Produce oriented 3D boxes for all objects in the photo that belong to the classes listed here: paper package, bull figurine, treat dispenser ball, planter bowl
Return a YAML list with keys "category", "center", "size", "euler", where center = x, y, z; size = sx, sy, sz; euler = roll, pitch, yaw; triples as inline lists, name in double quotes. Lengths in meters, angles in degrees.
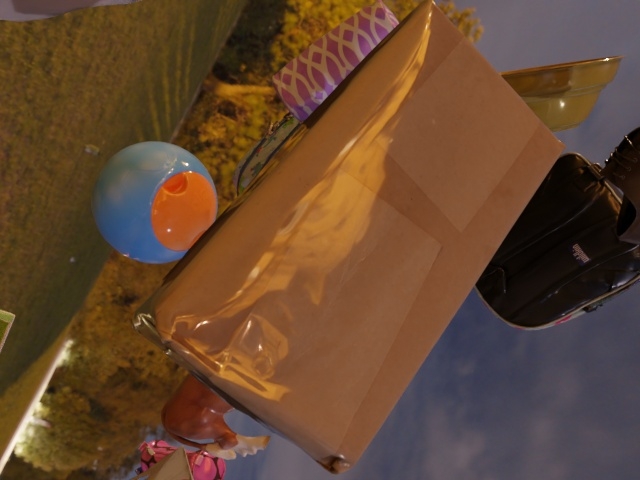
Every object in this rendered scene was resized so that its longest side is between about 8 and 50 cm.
- category: "paper package"
  center: [0.000, 0.000, 0.535]
  size: [0.325, 0.168, 0.309]
  euler: [-52, -168, -19]
- category: "bull figurine"
  center: [-0.119, 0.202, 0.923]
  size: [0.310, 0.188, 0.101]
  euler: [-55, 180, 10]
- category: "treat dispenser ball"
  center: [-0.389, -0.089, 1.396]
  size: [0.288, 0.288, 0.288]
  euler: [-61, -167, 24]
- category: "planter bowl"
  center: [0.319, -0.203, 0.846]
  size: [0.217, 0.217, 0.091]
  euler: [-119, -161, -75]

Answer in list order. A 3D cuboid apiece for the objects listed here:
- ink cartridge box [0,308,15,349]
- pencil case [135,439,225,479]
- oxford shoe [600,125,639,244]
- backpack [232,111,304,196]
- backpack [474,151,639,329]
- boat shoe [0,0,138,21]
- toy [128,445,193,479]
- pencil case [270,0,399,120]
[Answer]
- category: "ink cartridge box"
  center: [-0.630, 0.214, 1.071]
  size: [0.097, 0.255, 0.189]
  euler: [35, 71, -56]
- category: "pencil case"
  center: [-0.303, 0.481, 1.273]
  size: [0.209, 0.098, 0.095]
  euler: [-10, -153, 38]
- category: "oxford shoe"
  center: [0.346, -0.089, 0.609]
  size: [0.083, 0.096, 0.227]
  euler: [-66, 151, -57]
- category: "backpack"
  center: [-0.032, -0.160, 1.398]
  size: [0.356, 0.273, 0.290]
  euler: [-59, 146, -27]
- category: "backpack"
  center: [0.360, 0.015, 0.922]
  size: [0.253, 0.225, 0.191]
  euler: [-38, 159, 20]
- category: "boat shoe"
  center: [-0.411, -0.427, 0.866]
  size: [0.340, 0.158, 0.127]
  euler: [-31, 165, -51]
- category: "toy"
  center: [-0.190, 0.373, 0.701]
  size: [0.136, 0.056, 0.237]
  euler: [-30, -151, -10]
- category: "pencil case"
  center: [0.029, -0.254, 0.844]
  size: [0.206, 0.086, 0.088]
  euler: [-29, 173, 15]
